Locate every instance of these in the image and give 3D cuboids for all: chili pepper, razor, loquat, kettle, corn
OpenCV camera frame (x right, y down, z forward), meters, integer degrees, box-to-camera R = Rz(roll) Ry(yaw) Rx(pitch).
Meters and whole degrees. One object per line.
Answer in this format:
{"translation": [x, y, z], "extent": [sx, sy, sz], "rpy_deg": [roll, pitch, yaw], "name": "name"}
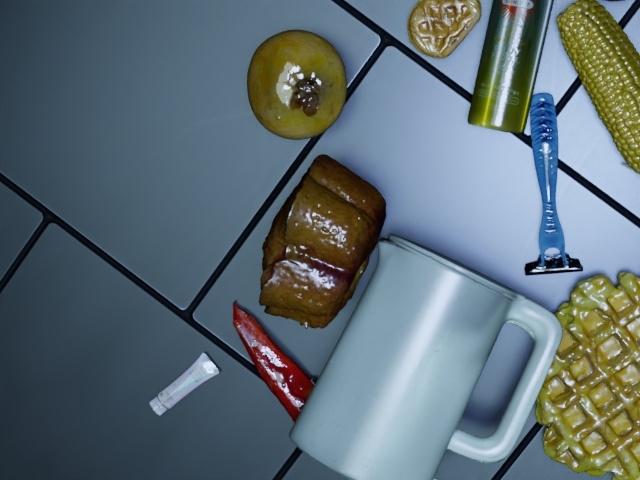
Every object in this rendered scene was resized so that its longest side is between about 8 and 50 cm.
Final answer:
{"translation": [-0.051, 0.199, 2.018], "extent": [0.059, 0.050, 0.268], "rpy_deg": [-37, 89, 26], "name": "chili pepper"}
{"translation": [0.316, -0.077, 1.944], "extent": [0.082, 0.042, 0.253], "rpy_deg": [-3, 94, 9], "name": "razor"}
{"translation": [-0.033, -0.213, 1.928], "extent": [0.137, 0.163, 0.163], "rpy_deg": [16, 99, -25], "name": "loquat"}
{"translation": [0.137, 0.181, 1.890], "extent": [0.265, 0.205, 0.318], "rpy_deg": [26, 90, 32], "name": "kettle"}
{"translation": [0.404, -0.207, 1.895], "extent": [0.091, 0.091, 0.260], "rpy_deg": [-31, 90, 1], "name": "corn"}

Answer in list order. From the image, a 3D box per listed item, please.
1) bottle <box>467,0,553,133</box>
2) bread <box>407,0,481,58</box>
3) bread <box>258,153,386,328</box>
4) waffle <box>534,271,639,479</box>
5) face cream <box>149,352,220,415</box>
{"translation": [0.268, -0.291, 1.909], "extent": [0.082, 0.082, 0.286], "rpy_deg": [12, 97, 7], "name": "bottle"}
{"translation": [0.169, -0.306, 1.941], "extent": [0.083, 0.044, 0.110], "rpy_deg": [41, 98, 6], "name": "bread"}
{"translation": [-0.003, 0.008, 1.902], "extent": [0.135, 0.247, 0.232], "rpy_deg": [25, 112, 6], "name": "bread"}
{"translation": [0.442, 0.184, 1.940], "extent": [0.302, 0.068, 0.325], "rpy_deg": [8, 95, 7], "name": "waffle"}
{"translation": [-0.200, 0.212, 2.054], "extent": [0.115, 0.020, 0.038], "rpy_deg": [-40, 88, 9], "name": "face cream"}
